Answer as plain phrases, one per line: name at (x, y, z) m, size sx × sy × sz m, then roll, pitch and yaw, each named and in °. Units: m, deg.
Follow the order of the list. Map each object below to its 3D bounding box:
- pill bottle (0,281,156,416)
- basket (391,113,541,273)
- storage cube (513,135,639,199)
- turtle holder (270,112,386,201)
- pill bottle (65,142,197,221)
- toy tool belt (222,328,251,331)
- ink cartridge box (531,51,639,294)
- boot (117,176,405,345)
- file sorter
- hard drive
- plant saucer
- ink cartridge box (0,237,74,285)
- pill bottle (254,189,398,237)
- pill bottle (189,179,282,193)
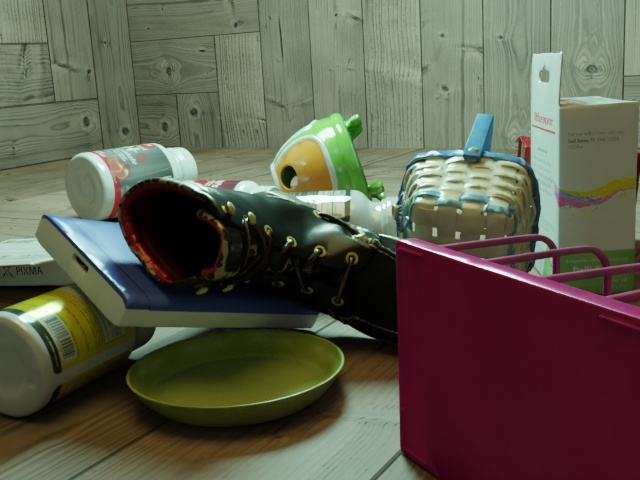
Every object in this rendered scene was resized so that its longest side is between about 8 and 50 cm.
pill bottle at (-0.294, 0.114, 0.957) m, size 0.119 × 0.119 × 0.208 m, roll 3°, pitch 13°, yaw 26°
basket at (0.208, -0.027, 1.159) m, size 0.201 × 0.254 × 0.289 m, roll 8°, pitch 25°, yaw 19°
storage cube at (0.449, -0.083, 1.457) m, size 0.193 × 0.215 × 0.183 m, roll 5°, pitch 13°, yaw 9°
turtle holder at (0.010, -0.167, 1.887) m, size 0.227 × 0.243 × 0.320 m, roll -20°, pitch 21°, yaw 4°
pill bottle at (-0.479, -0.158, 2.108) m, size 0.176 × 0.176 × 0.318 m, roll 7°, pitch 16°, yaw 39°
toy tool belt at (-0.123, 0.100, 1.131) m, size 0.052 × 0.051 × 0.083 m, roll -7°, pitch 13°, yaw -16°
ink cartridge box at (0.400, -0.112, 1.253) m, size 0.119 × 0.353 × 0.207 m, roll -3°, pitch 13°, yaw 3°
boot at (-0.038, 0.025, 0.987) m, size 0.377 × 0.138 × 0.284 m, roll 31°, pitch 14°, yaw 33°
file sorter at (0.212, 0.111, 0.646) m, size 0.182 × 0.202 × 0.291 m, roll -8°, pitch 13°, yaw -25°
hard drive at (-0.175, 0.044, 1.053) m, size 0.319 × 0.040 × 0.210 m, roll 8°, pitch 23°, yaw -49°
plant saucer at (-0.092, 0.154, 0.911) m, size 0.241 × 0.037 × 0.241 m, roll -4°, pitch 11°, yaw 1°
ink cartridge box at (-0.511, 0.046, 1.401) m, size 0.296 × 0.066 × 0.261 m, roll -2°, pitch 11°, yaw 25°
pill bottle at (0.000, 0.000, 1.302) m, size 0.278 × 0.162 × 0.162 m, roll -1°, pitch 12°, yaw 4°
pill bottle at (-0.194, -0.070, 1.762) m, size 0.221 × 0.121 × 0.121 m, roll 3°, pitch 14°, yaw 26°
